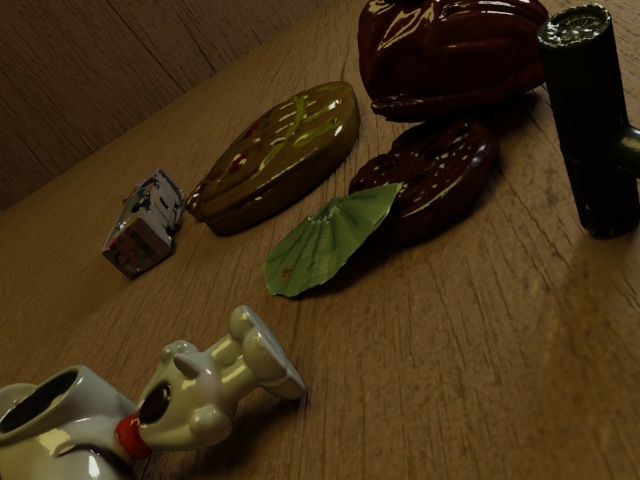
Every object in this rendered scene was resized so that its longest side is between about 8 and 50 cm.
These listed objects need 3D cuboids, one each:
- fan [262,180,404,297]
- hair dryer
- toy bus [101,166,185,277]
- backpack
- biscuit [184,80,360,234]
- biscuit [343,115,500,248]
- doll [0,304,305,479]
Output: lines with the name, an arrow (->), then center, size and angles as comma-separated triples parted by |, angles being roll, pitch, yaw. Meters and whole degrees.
fan -> 0.000, 0.000, 0.692 | 0.240, 0.009, 0.131 | -28, 37, 45
hair dryer -> 0.227, -0.049, 0.381 | 0.050, 0.173, 0.195 | -45, 40, -12
toy bus -> -0.312, -0.041, 1.149 | 0.112, 0.090, 0.274 | -38, 22, 9
backpack -> 0.157, -0.206, 0.728 | 0.229, 0.229, 0.139 | -14, 72, 40
biscuit -> -0.089, -0.149, 1.074 | 0.350, 0.070, 0.394 | -30, 24, 11
biscuit -> 0.106, -0.066, 0.690 | 0.192, 0.049, 0.192 | -31, 30, 20
doll -> -0.160, 0.155, 0.548 | 0.271, 0.144, 0.208 | -46, 46, -16
